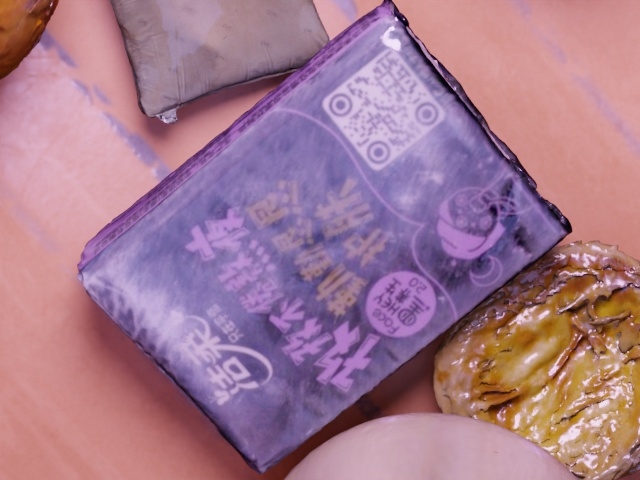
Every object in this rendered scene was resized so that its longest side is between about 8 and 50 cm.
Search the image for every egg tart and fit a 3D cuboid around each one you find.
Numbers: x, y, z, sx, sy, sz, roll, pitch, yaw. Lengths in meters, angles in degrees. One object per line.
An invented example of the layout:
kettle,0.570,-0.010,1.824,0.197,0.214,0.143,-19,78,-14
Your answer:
egg tart,0.221,0.123,1.330,0.232,0.098,0.252,33,91,-1

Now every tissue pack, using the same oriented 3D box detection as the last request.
tissue pack,0.000,0.000,1.268,0.361,0.122,0.259,-40,102,9

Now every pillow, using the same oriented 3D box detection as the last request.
pillow,-0.108,-0.266,1.260,0.185,0.075,0.302,-18,99,-9

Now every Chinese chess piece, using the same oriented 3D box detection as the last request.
Chinese chess piece,0.100,0.316,1.276,0.338,0.140,0.338,5,117,11

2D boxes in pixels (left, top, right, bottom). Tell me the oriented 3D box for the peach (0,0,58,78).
peach,-0.373,-0.272,1.122,0.373,0.372,0.290,37,51,-8
